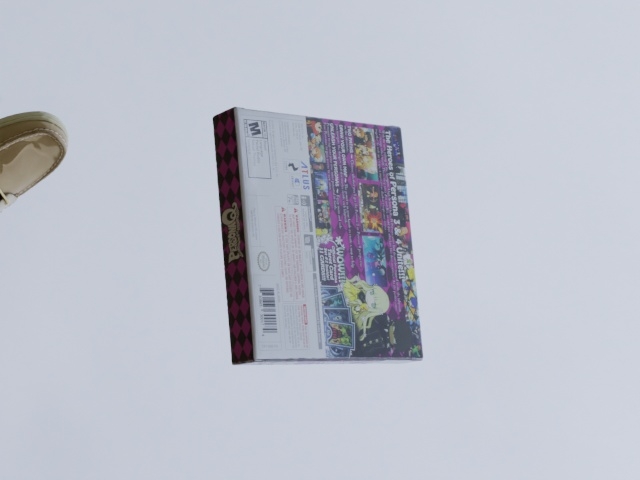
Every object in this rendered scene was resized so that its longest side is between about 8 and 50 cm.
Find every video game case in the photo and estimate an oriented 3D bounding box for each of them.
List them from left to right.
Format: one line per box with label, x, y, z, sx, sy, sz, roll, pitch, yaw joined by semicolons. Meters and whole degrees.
video game case;0.000;0.000;1.567;0.042;0.210;0.232;-15;-103;48

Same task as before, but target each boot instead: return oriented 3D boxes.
boot;-0.379;-0.018;1.841;0.262;0.095;0.203;-28;-141;4
